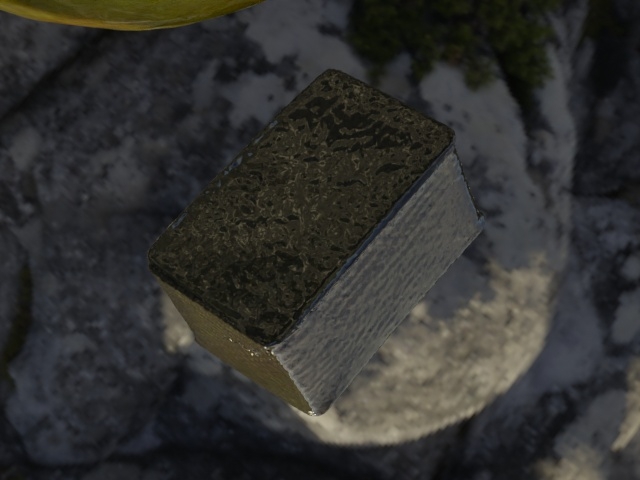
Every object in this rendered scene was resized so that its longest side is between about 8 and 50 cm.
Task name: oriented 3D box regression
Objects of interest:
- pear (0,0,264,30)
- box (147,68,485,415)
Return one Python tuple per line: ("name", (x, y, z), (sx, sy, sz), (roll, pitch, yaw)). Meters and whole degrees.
("pear", (-0.070, -0.223, 0.626), (0.321, 0.269, 0.269), (-18, 130, 0))
("box", (-0.001, -0.001, 1.352), (0.273, 0.184, 0.143), (-48, 145, -16))
